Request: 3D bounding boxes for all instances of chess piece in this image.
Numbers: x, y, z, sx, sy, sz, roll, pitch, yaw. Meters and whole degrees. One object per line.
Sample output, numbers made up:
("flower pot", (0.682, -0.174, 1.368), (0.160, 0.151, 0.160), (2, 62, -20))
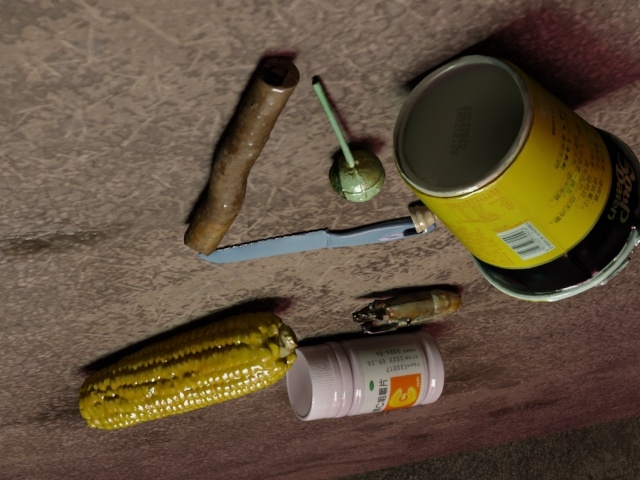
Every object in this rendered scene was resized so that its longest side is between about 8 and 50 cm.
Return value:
("chess piece", (0.159, -0.041, 1.212), (0.092, 0.035, 0.035), (-21, 157, 5))

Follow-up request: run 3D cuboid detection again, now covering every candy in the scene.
("candy", (0.020, -0.102, 0.982), (0.061, 0.061, 0.202), (-18, 149, 8))

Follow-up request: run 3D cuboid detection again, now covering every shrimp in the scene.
("shrimp", (0.126, 0.120, 1.547), (0.217, 0.051, 0.150), (-3, 162, -34))

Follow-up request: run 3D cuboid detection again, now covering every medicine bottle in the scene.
("medicine bottle", (0.077, 0.231, 1.663), (0.250, 0.133, 0.133), (-3, 155, -23))

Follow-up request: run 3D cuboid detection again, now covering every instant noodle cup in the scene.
("instant noodle cup", (0.193, -0.067, 0.977), (0.215, 0.215, 0.236), (-26, 148, 26))

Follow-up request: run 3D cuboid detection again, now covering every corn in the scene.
("corn", (-0.199, 0.197, 1.435), (0.363, 0.120, 0.120), (-22, 156, 16))

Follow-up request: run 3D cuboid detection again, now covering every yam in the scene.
("yam", (-0.086, -0.072, 0.981), (0.045, 0.045, 0.327), (-36, 170, -32))

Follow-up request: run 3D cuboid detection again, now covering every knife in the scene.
("knife", (0.000, 0.000, 1.233), (0.313, 0.019, 0.044), (-10, 149, -10))
